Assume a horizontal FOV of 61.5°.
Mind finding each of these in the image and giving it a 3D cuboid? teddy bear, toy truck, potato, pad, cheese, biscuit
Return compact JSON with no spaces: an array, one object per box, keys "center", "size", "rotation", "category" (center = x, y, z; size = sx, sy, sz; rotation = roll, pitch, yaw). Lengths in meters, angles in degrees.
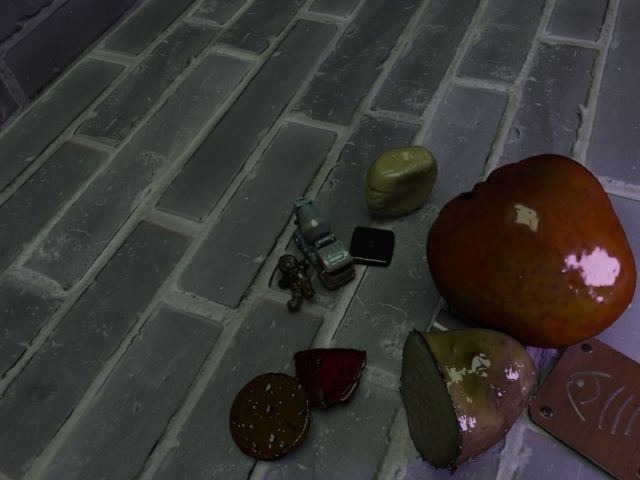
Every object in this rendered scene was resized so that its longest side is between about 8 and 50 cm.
[{"center":[-0.062,0.109,1.487],"size":[0.119,0.078,0.161],"rotation":[-38,58,21],"category":"teddy bear"},{"center":[0.000,0.000,1.516],"size":[0.108,0.140,0.257],"rotation":[-24,55,-12],"category":"toy truck"},{"center":[0.336,0.328,1.173],"size":[0.237,0.289,0.301],"rotation":[-6,62,-16],"category":"potato"},{"center":[0.664,0.381,1.236],"size":[0.284,0.018,0.286],"rotation":[33,62,27],"category":"pad"},{"center":[0.236,-0.164,1.566],"size":[0.225,0.214,0.117],"rotation":[-18,52,-14],"category":"cheese"},{"center":[-0.119,0.413,1.269],"size":[0.212,0.036,0.212],"rotation":[-11,53,15],"category":"biscuit"}]

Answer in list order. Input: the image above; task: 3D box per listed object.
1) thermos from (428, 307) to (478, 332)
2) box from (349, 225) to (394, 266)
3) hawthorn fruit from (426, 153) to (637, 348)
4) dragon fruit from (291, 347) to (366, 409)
[{"center":[0.352,0.271,1.312],"size":[0.193,0.105,0.137],"rotation":[27,86,16],"category":"thermos"},{"center":[0.150,0.018,1.560],"size":[0.125,0.027,0.126],"rotation":[8,53,9],"category":"box"},{"center":[0.483,0.042,1.270],"size":[0.471,0.472,0.472],"rotation":[-3,53,4],"category":"hawthorn fruit"},{"center":[0.027,0.325,1.319],"size":[0.160,0.121,0.127],"rotation":[-8,6,-29],"category":"dragon fruit"}]
